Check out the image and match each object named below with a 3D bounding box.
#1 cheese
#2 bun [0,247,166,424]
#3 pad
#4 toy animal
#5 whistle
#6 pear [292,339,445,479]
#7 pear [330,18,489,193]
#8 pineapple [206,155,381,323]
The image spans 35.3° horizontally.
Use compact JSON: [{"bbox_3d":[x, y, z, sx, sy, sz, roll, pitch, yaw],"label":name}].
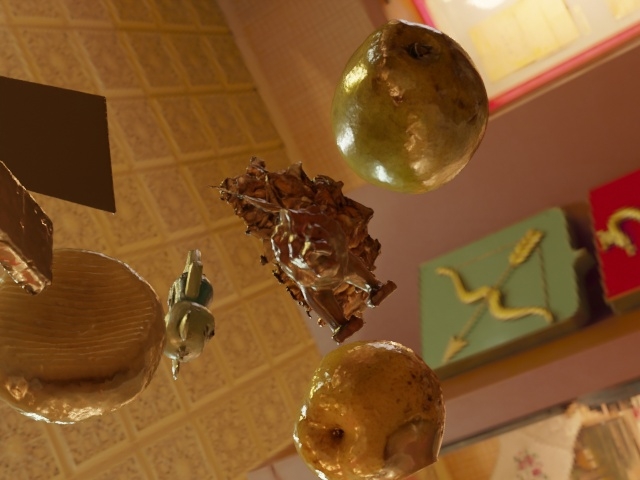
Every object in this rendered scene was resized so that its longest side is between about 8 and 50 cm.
[{"bbox_3d":[-0.324,-0.088,0.832,0.400,0.034,0.085,63,-163,-51],"label":"cheese"},{"bbox_3d":[-0.276,0.115,1.104,0.223,0.127,0.222,12,-135,-12],"label":"bun"},{"bbox_3d":[-0.381,-0.136,1.384,0.006,0.246,0.170,-34,-49,-52],"label":"pad"},{"bbox_3d":[0.003,0.020,1.131,0.157,0.097,0.312,55,179,-6],"label":"toy animal"},{"bbox_3d":[-0.187,0.094,1.455,0.077,0.114,0.235,10,-147,-7],"label":"whistle"},{"bbox_3d":[0.077,0.298,1.701,0.271,0.271,0.271,39,-143,-38],"label":"pear"},{"bbox_3d":[0.139,-0.210,1.597,0.307,0.253,0.252,93,173,-56],"label":"pear"},{"bbox_3d":[0.001,0.002,1.380,0.334,0.161,0.158,55,-172,-17],"label":"pineapple"}]
